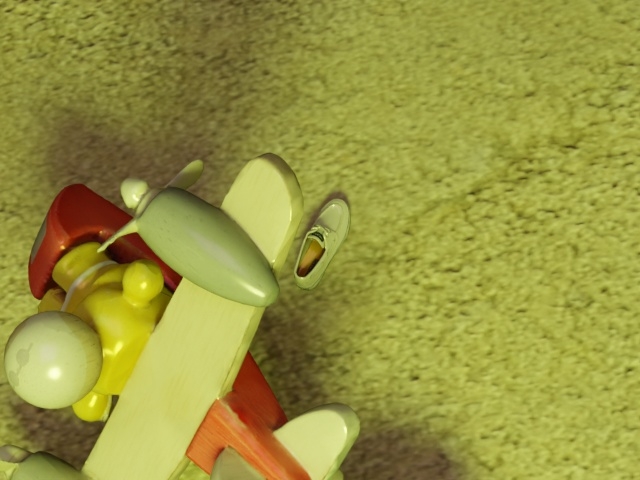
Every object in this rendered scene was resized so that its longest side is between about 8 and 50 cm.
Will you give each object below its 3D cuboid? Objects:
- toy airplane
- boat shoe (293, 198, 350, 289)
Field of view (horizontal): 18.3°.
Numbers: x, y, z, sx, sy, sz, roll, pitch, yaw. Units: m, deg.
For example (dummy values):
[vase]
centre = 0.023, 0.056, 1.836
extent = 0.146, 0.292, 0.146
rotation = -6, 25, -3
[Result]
[toy airplane]
centre = -0.151, 0.126, 1.774
extent = 0.384, 0.272, 0.386
rotation = -5, 84, 50
[boat shoe]
centre = 0.000, 0.000, 1.973
extent = 0.035, 0.035, 0.100
rotation = 24, 75, 17
